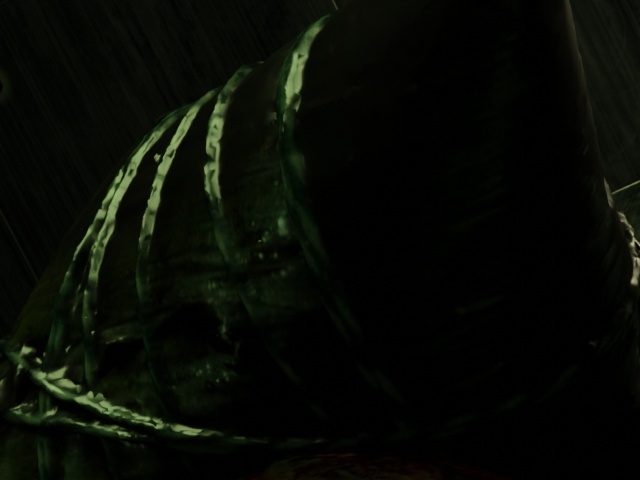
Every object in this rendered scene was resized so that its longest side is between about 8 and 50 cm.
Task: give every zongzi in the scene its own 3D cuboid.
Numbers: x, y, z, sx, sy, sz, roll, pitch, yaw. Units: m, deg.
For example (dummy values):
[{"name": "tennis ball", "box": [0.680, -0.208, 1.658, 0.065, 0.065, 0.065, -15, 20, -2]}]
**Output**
[{"name": "zongzi", "box": [0.000, 0.000, 0.520, 0.383, 0.362, 0.319, 2, 51, 18]}]

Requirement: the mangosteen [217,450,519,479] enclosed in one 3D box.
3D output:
[{"name": "mangosteen", "box": [0.021, 0.211, 0.392, 0.288, 0.288, 0.288, -27, 4, 2]}]
